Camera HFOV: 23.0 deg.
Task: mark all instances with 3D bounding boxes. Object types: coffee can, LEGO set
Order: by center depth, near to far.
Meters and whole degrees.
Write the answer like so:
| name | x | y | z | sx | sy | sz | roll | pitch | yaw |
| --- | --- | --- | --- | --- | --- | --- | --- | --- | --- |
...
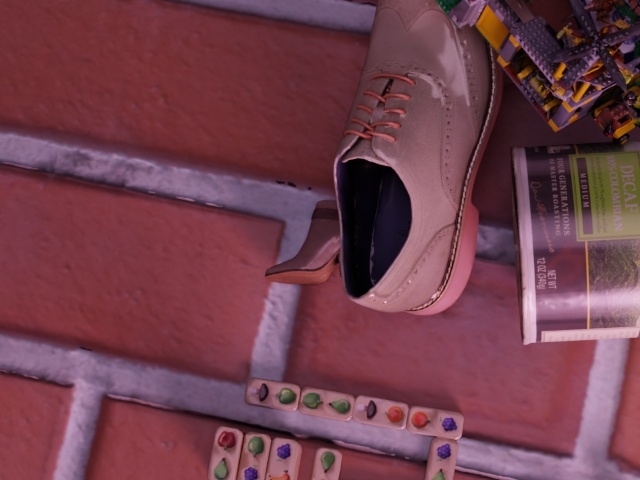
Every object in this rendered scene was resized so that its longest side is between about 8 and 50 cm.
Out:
| name | x | y | z | sx | sy | sz | roll | pitch | yaw |
| --- | --- | --- | --- | --- | --- | --- | --- | --- | --- |
| LEGO set | 0.246 | -0.275 | 1.493 | 0.255 | 0.192 | 0.331 | -21 | 70 | -24 |
| coffee can | 0.332 | -0.002 | 1.560 | 0.275 | 0.201 | 0.202 | -4 | 78 | 6 |

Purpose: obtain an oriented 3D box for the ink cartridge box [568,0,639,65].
| name | x | y | z | sx | sy | sz | roll | pitch | yaw |
| --- | --- | --- | --- | --- | --- | --- | --- | --- | --- |
| ink cartridge box | 0.286 | -0.277 | 1.675 | 0.046 | 0.097 | 0.207 | -19 | 77 | 2 |

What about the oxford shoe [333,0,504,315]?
| name | x | y | z | sx | sy | sz | roll | pitch | yaw |
| --- | --- | --- | --- | --- | --- | --- | --- | --- | --- |
| oxford shoe | 0.091 | -0.120 | 1.590 | 0.140 | 0.146 | 0.397 | 1 | 90 | 35 |

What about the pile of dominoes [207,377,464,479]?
| name | x | y | z | sx | sy | sz | roll | pitch | yaw |
| --- | --- | --- | --- | --- | --- | --- | --- | --- | --- |
| pile of dominoes | 0.010 | 0.251 | 1.625 | 0.251 | 0.040 | 0.196 | 8 | 79 | 8 |

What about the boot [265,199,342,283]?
| name | x | y | z | sx | sy | sz | roll | pitch | yaw |
| --- | --- | --- | --- | --- | --- | --- | --- | --- | --- |
| boot | 0.000 | 0.000 | 1.682 | 0.118 | 0.042 | 0.087 | -1 | 72 | 5 |

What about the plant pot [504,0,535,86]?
| name | x | y | z | sx | sy | sz | roll | pitch | yaw |
| --- | --- | --- | --- | --- | --- | --- | --- | --- | --- |
| plant pot | 0.183 | -0.217 | 1.676 | 0.096 | 0.109 | 0.109 | -37 | 77 | 12 |
